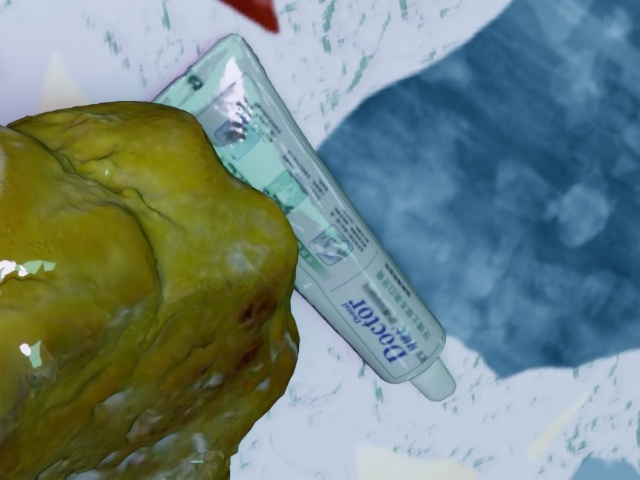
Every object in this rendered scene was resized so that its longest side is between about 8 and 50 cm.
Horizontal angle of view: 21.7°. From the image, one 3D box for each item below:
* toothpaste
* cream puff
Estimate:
[{"bbox_3d":[0.000,0.000,0.807,0.064,0.041,0.218,-42,113,-7],"label":"toothpaste"},{"bbox_3d":[-0.146,0.051,0.677,0.282,0.185,0.282,-41,157,-22],"label":"cream puff"}]
